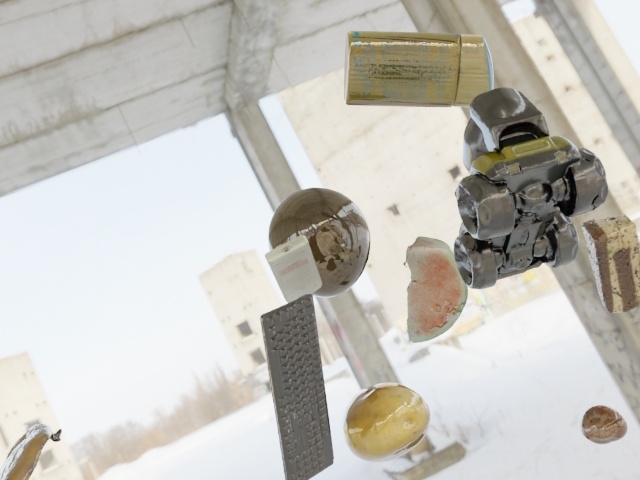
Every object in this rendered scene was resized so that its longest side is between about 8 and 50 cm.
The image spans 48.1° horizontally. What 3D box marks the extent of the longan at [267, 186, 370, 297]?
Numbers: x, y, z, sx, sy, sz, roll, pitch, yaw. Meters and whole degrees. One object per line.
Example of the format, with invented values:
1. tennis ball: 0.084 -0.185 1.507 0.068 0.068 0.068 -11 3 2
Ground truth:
1. longan: 0.000 0.000 1.699 0.258 0.258 0.258 -26 -9 -5

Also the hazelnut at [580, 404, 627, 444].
1. hazelnut: 0.551 0.360 1.402 0.086 0.086 0.086 -26 -9 -5

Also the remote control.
1. remote control: -0.049 0.060 1.408 0.088 0.029 0.190 -28 -32 -5

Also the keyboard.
1. keyboard: -0.029 0.232 1.086 0.101 0.309 0.018 -22 26 -35

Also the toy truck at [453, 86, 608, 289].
1. toy truck: 0.219 -0.057 0.845 0.147 0.165 0.224 -16 -34 -6

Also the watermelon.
1. watermelon: 0.326 0.149 2.099 0.180 0.305 0.224 -5 15 -15

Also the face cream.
1. face cream: 0.189 -0.322 1.358 0.285 0.139 0.067 1 23 -1

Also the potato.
1. potato: 0.111 0.320 1.263 0.150 0.146 0.234 -56 -16 -17

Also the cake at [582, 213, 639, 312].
1. cake: 0.719 0.062 1.732 0.112 0.245 0.135 -14 -1 11

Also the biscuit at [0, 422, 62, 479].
1. biscuit: -0.412 0.327 0.930 0.203 0.041 0.260 -59 14 -23
